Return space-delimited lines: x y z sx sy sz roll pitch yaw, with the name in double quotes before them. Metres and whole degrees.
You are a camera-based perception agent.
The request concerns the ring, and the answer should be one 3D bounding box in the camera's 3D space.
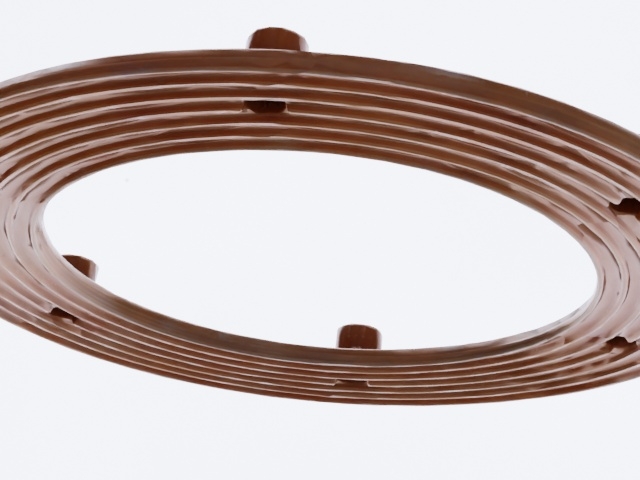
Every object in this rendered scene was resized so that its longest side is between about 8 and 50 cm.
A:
"ring" 0.000 0.000 0.758 0.336 0.336 0.032 9 -113 -6
